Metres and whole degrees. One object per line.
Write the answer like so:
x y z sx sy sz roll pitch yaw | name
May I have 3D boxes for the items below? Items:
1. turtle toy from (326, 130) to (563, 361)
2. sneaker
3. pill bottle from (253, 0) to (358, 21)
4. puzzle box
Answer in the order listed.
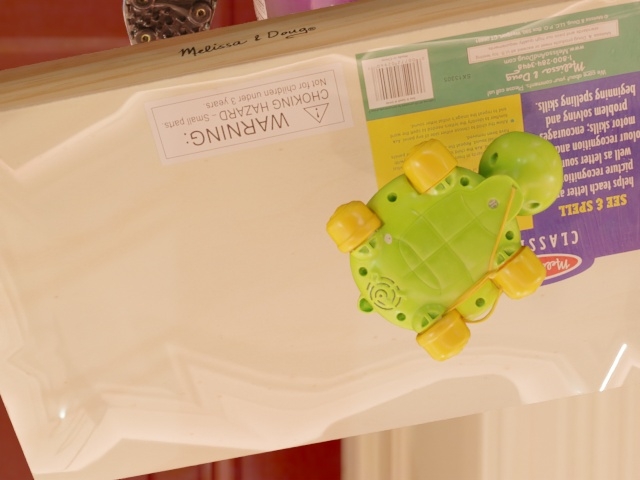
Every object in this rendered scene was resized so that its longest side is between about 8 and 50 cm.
0.070 -0.006 0.770 0.130 0.095 0.066 -39 -179 4 | turtle toy
-0.135 -0.262 1.266 0.085 0.237 0.086 -6 -166 -12 | sneaker
0.023 -0.262 1.302 0.182 0.323 0.181 -5 -131 5 | pill bottle
0.000 0.000 0.869 0.409 0.272 0.052 -10 -145 2 | puzzle box
